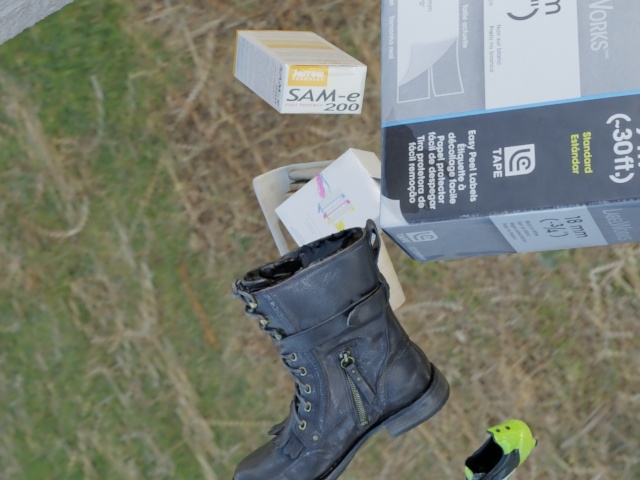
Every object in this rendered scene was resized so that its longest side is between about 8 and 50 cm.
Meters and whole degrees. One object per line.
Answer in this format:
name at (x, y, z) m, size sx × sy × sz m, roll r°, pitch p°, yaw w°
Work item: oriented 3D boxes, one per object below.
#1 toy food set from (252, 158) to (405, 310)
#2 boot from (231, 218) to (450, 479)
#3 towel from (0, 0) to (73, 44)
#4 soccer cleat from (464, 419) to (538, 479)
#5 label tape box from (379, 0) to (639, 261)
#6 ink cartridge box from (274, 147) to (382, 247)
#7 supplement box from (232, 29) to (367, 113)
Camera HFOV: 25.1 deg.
toy food set at (0.000, 0.000, 2.129) m, size 0.306 × 0.092 × 0.220 m, roll 2°, pitch 116°, yaw 66°
boot at (-0.019, 0.116, 1.378) m, size 0.263 × 0.091 × 0.229 m, roll -33°, pitch 121°, yaw 2°
towel at (-0.321, -0.252, 1.451) m, size 0.049 × 0.282 × 0.187 m, roll 47°, pitch 146°, yaw 4°
soccer cleat at (0.194, 0.283, 1.691) m, size 0.060 × 0.072 × 0.179 m, roll 50°, pitch 133°, yaw 45°
label tape box at (0.216, -0.123, 1.089) m, size 0.333 × 0.106 × 0.241 m, roll -6°, pitch 70°, yaw 20°
ink cartridge box at (0.036, -0.044, 1.754) m, size 0.143 × 0.092 × 0.090 m, roll -39°, pitch 78°, yaw 16°
supplement box at (-0.016, -0.119, 1.009) m, size 0.098 × 0.062 × 0.036 m, roll -136°, pitch 49°, yaw -58°
